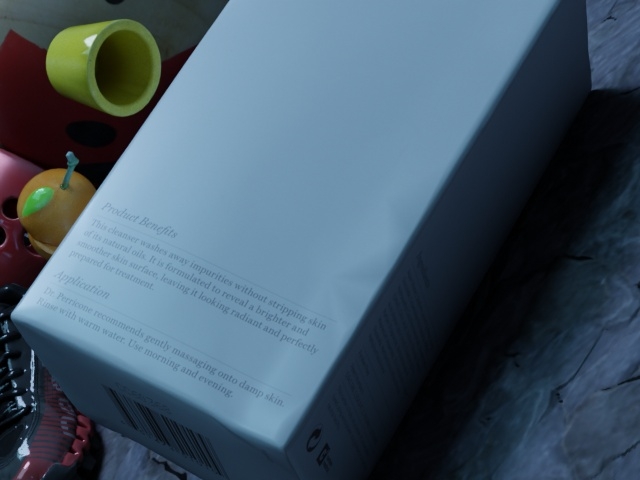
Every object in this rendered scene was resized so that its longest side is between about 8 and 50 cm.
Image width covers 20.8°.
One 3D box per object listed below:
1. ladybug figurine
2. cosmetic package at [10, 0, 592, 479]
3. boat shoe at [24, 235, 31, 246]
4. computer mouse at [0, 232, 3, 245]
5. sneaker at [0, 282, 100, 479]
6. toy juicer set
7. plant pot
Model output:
[{"bbox_3d":[-0.173,-0.173,1.629,0.305,0.162,0.449,-30,-17,-17],"label":"ladybug figurine"},{"bbox_3d":[0.002,-0.031,1.150,0.217,0.156,0.385,25,67,24],"label":"cosmetic package"},{"bbox_3d":[-0.355,0.048,1.910,0.133,0.042,0.049,-45,25,12],"label":"boat shoe"},{"bbox_3d":[-0.415,0.096,1.818,0.188,0.072,0.272,-2,-54,-61],"label":"computer mouse"},{"bbox_3d":[-0.259,0.131,1.495,0.097,0.135,0.276,-38,27,18],"label":"sneaker"},{"bbox_3d":[-0.089,-0.022,1.332,0.089,0.329,0.209,11,81,42],"label":"toy juicer set"},{"bbox_3d":[-0.306,0.022,1.688,0.191,0.191,0.174,5,66,62],"label":"plant pot"}]
